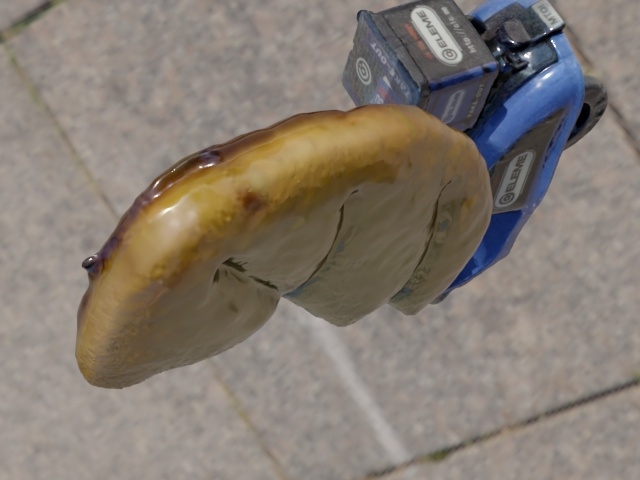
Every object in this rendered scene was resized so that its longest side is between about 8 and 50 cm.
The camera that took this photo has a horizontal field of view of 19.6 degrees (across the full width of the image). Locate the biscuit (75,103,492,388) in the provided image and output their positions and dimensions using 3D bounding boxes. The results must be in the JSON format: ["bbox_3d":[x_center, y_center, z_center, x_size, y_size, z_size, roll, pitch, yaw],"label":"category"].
[{"bbox_3d":[0.003,-0.003,0.919,0.045,0.299,0.154,48,123,23],"label":"biscuit"}]

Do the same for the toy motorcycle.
[{"bbox_3d":[0.082,-0.051,1.404,0.125,0.212,0.358,58,153,27],"label":"toy motorcycle"}]
